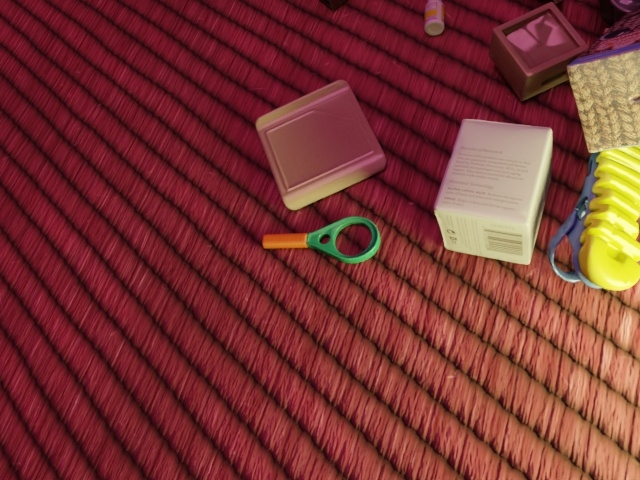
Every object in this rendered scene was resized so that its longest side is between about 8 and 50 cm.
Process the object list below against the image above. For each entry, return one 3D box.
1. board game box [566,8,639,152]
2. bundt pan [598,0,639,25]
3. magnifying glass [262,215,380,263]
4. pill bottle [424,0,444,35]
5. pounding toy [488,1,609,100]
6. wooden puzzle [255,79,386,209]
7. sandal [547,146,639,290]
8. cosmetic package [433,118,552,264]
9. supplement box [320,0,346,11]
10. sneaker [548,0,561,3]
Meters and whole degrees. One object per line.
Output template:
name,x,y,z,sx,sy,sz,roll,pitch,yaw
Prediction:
board game box,0.548,-0.269,0.935,0.232,0.141,0.291,-4,27,45
bundt pan,0.675,-0.478,1.155,0.331,0.124,0.330,-8,60,14
magnifying glass,0.000,0.000,1.190,0.231,0.026,0.092,0,63,16
pill bottle,0.247,-0.489,1.352,0.043,0.043,0.083,-2,62,17
pounding toy,0.453,-0.337,1.179,0.181,0.094,0.206,-25,67,-1
wooden puzzle,-0.003,-0.197,1.287,0.221,0.044,0.238,-24,63,5
sandal,0.450,-0.052,1.007,0.126,0.138,0.317,34,65,-6
cosmetic package,0.297,-0.082,1.056,0.152,0.151,0.183,11,66,24
supplement box,0.027,-0.654,1.398,0.130,0.239,0.073,-38,57,-4
sneaker,0.400,-0.602,1.323,0.148,0.131,0.350,-22,52,14
